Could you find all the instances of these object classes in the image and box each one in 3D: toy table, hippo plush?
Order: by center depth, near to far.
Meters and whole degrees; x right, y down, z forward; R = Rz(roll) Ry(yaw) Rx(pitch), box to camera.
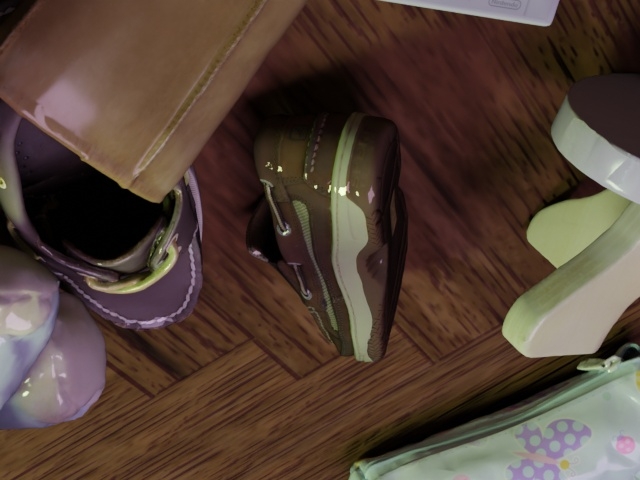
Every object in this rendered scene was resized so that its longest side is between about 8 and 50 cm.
[{"bbox_3d":[-0.254,0.150,1.094,0.294,0.236,0.234,-22,152,25],"label":"hippo plush"},{"bbox_3d":[0.240,0.000,1.300,0.274,0.252,0.161,8,119,-28],"label":"toy table"}]

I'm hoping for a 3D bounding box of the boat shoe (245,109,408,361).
[{"bbox_3d":[0.002,-0.007,1.264,0.095,0.095,0.257,10,149,9],"label":"boat shoe"}]

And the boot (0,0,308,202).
[{"bbox_3d":[-0.012,-0.133,0.978,0.236,0.089,0.269,36,91,-41],"label":"boot"}]

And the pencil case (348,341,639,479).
[{"bbox_3d":[0.161,0.181,1.592,0.273,0.113,0.124,-24,137,-2],"label":"pencil case"}]

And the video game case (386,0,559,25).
[{"bbox_3d":[0.070,-0.179,0.937,0.157,0.019,0.143,4,112,-35],"label":"video game case"}]

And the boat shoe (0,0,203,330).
[{"bbox_3d":[-0.127,-0.027,1.119,0.116,0.096,0.324,-22,147,-3],"label":"boat shoe"}]
